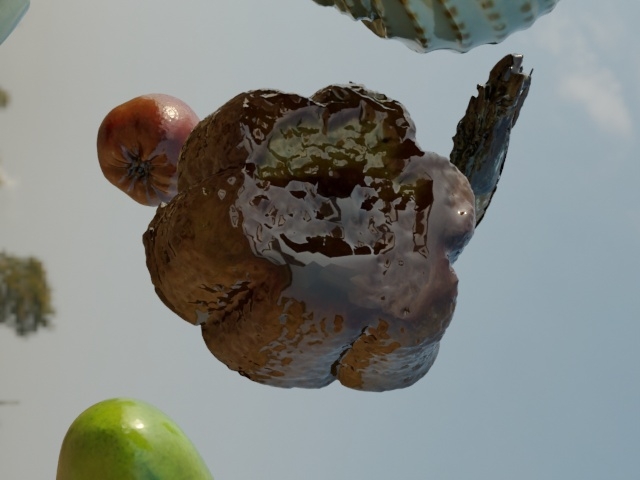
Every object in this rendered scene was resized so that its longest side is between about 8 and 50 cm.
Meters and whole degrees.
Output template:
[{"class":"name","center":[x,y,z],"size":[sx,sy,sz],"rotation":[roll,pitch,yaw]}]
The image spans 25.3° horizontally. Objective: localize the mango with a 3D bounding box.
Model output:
[{"class":"mango","center":[-0.164,0.263,1.316],"size":[0.185,0.149,0.273],"rotation":[12,-59,56]}]

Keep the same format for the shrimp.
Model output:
[{"class":"shrimp","center":[0.146,-0.091,1.661],"size":[0.054,0.222,0.290],"rotation":[38,-65,34]}]

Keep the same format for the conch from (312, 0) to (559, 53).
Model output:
[{"class":"conch","center":[0.083,-0.292,1.037],"size":[0.303,0.319,0.215],"rotation":[50,-33,0]}]

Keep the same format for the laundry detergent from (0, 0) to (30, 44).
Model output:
[{"class":"laundry detergent","center":[-0.457,-0.200,1.498],"size":[0.280,0.214,0.105],"rotation":[-54,142,-30]}]

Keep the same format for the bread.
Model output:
[{"class":"bread","center":[-0.005,-0.012,1.066],"size":[0.135,0.246,0.232],"rotation":[136,-36,-63]}]

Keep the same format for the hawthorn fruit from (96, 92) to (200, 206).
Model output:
[{"class":"hawthorn fruit","center":[-0.178,-0.103,1.577],"size":[0.125,0.140,0.125],"rotation":[6,-79,33]}]
